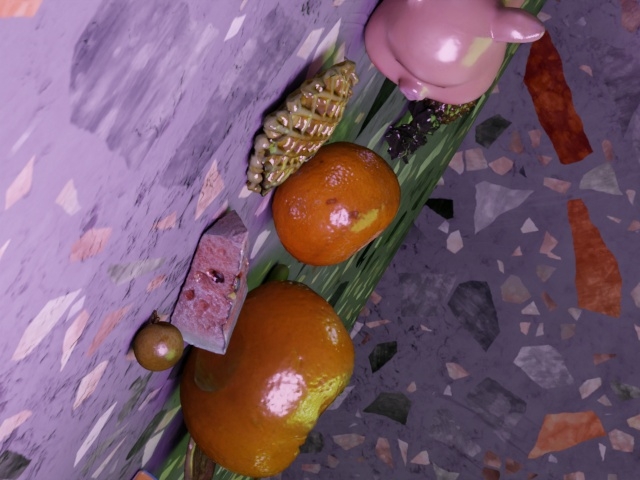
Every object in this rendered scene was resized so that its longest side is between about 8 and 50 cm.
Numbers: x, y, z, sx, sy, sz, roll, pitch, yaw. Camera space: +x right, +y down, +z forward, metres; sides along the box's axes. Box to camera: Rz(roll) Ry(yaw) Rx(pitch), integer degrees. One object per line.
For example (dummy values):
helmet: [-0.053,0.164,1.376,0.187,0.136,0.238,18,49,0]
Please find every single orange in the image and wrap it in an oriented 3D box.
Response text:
orange: [-0.100,0.226,1.808,0.335,0.262,0.196,-49,154,3]
orange: [0.020,-0.059,1.731,0.224,0.170,0.224,-35,174,-4]

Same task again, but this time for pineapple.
pineapple: [0.232,-0.263,2.348,0.251,0.125,0.125,-45,167,-25]

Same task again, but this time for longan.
longan: [-0.222,0.136,1.483,0.075,0.075,0.083,-14,95,-77]

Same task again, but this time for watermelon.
watermelon: [-0.138,0.042,1.560,0.154,0.094,0.241,-60,171,-33]

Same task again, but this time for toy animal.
toy animal: [0.208,-0.351,1.622,0.326,0.237,0.269,-61,180,-5]

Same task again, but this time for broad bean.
broad bean: [-0.085,0.084,2.068,0.083,0.045,0.063,-66,170,11]

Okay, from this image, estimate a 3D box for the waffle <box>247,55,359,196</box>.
waffle: [-0.028,-0.153,1.507,0.208,0.054,0.214,-47,169,-33]

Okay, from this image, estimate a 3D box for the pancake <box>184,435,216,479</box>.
pancake: [-0.227,0.390,2.170,0.250,0.031,0.250,9,90,-82]

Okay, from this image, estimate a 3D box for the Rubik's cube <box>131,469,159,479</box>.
Rubik's cube: [-0.301,0.652,2.098,0.291,0.291,0.290,-53,171,-16]
